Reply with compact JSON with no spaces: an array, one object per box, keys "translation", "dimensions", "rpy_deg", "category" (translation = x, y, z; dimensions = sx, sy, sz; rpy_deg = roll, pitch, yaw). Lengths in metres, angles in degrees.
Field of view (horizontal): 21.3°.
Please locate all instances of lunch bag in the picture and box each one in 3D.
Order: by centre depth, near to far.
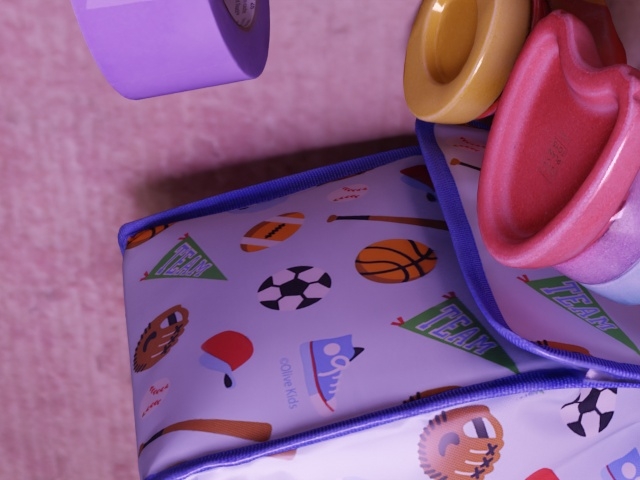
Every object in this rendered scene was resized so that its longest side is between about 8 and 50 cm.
[{"translation":[0.075,0.082,1.120],"dimensions":[0.385,0.328,0.239],"rpy_deg":[-14,122,0],"category":"lunch bag"}]

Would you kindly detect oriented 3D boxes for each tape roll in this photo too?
[{"translation":[-0.093,-0.184,1.034],"dimensions":[0.080,0.189,0.189],"rpy_deg":[-9,130,11],"category":"tape roll"}]

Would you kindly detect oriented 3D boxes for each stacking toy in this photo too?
[{"translation":[0.189,-0.127,1.018],"dimensions":[0.130,0.309,0.279],"rpy_deg":[17,120,-23],"category":"stacking toy"}]
